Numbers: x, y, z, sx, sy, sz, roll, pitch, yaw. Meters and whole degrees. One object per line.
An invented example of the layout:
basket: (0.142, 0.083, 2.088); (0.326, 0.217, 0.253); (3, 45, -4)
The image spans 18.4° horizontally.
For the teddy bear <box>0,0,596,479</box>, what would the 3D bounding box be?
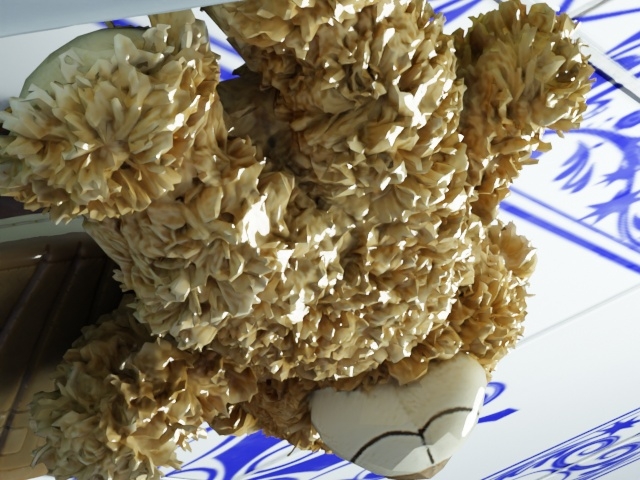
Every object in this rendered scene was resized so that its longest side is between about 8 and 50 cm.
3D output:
teddy bear: (0.000, 0.000, 0.725); (0.245, 0.113, 0.338); (-35, 149, -26)

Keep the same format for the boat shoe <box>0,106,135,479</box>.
boat shoe: (-0.106, 0.008, 0.832); (0.342, 0.123, 0.123); (-12, 134, -51)

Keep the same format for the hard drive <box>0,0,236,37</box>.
hard drive: (-0.073, -0.110, 0.389); (0.353, 0.047, 0.233); (-3, 161, 39)
